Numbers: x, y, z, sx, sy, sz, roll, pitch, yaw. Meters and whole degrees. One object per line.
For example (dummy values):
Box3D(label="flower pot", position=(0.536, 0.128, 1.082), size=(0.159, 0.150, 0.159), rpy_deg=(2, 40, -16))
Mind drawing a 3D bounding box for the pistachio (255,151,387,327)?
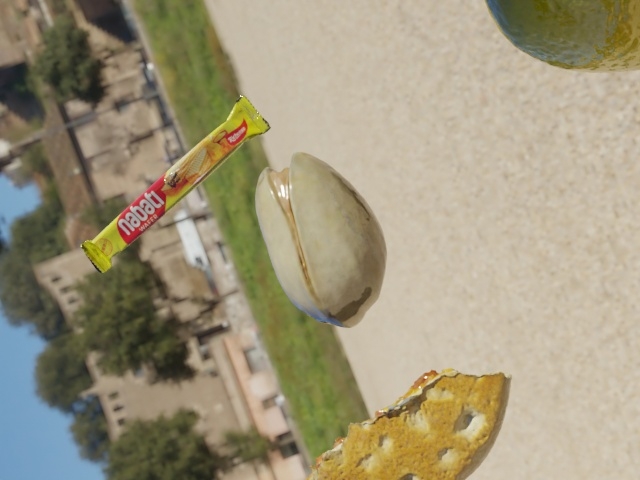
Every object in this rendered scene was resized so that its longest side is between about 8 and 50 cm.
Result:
Box3D(label="pistachio", position=(0.000, 0.000, 1.238), size=(0.184, 0.124, 0.124), rpy_deg=(59, 178, -5))

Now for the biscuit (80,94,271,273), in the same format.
Box3D(label="biscuit", position=(-0.170, -0.060, 1.390), size=(0.048, 0.292, 0.026), rpy_deg=(48, -155, -6))

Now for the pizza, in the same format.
Box3D(label="pizza", position=(0.085, 0.203, 1.190), size=(0.127, 0.246, 0.058), rpy_deg=(46, 179, -9))

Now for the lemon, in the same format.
Box3D(label="lemon", position=(0.334, -0.317, 1.415), size=(0.245, 0.320, 0.245), rpy_deg=(-174, 90, -89))
